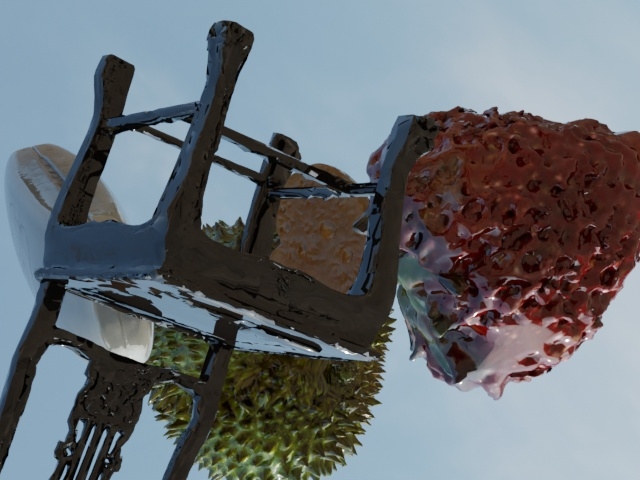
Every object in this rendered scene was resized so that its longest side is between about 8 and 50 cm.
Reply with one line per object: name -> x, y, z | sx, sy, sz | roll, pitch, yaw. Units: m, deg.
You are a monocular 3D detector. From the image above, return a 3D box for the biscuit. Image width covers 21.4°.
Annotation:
biscuit -> 0.001, 0.000, 1.520 | 0.023, 0.118, 0.140 | 20, -140, -53

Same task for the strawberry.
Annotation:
strawberry -> 0.128, -0.005, 1.091 | 0.184, 0.201, 0.187 | 83, 165, -80

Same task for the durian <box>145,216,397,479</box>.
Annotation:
durian -> -0.053, 0.098, 1.667 | 0.291, 0.224, 0.291 | 15, -136, -15

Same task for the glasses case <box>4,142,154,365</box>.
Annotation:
glasses case -> -0.116, 0.004, 0.802 | 0.049, 0.193, 0.074 | -15, -70, -16

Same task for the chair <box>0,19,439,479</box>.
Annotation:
chair -> -0.054, 0.046, 0.647 | 0.106, 0.113, 0.229 | 22, -102, -33
